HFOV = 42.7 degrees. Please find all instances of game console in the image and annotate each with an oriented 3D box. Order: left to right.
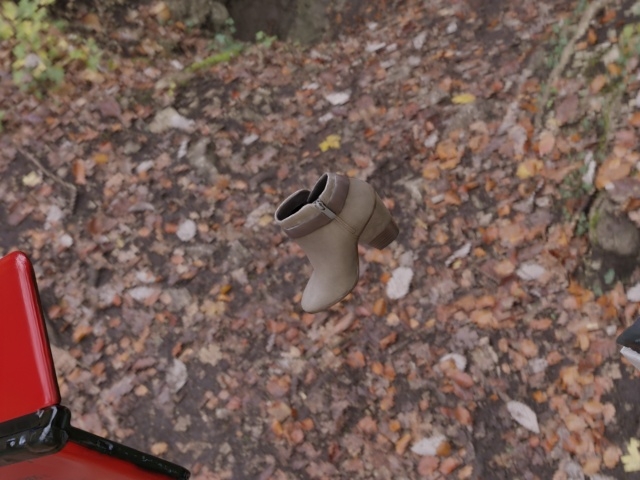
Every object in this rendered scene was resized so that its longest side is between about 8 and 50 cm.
[{"bbox_3d":[-0.148,0.084,0.435,0.144,0.124,0.085,-22,48,41],"label":"game console"}]

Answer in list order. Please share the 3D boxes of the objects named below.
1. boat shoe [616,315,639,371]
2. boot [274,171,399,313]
[{"bbox_3d":[0.505,0.172,0.924,0.158,0.340,0.127,-47,14,-2],"label":"boat shoe"},{"bbox_3d":[0.000,0.000,0.620,0.118,0.087,0.042,-46,37,18],"label":"boot"}]
